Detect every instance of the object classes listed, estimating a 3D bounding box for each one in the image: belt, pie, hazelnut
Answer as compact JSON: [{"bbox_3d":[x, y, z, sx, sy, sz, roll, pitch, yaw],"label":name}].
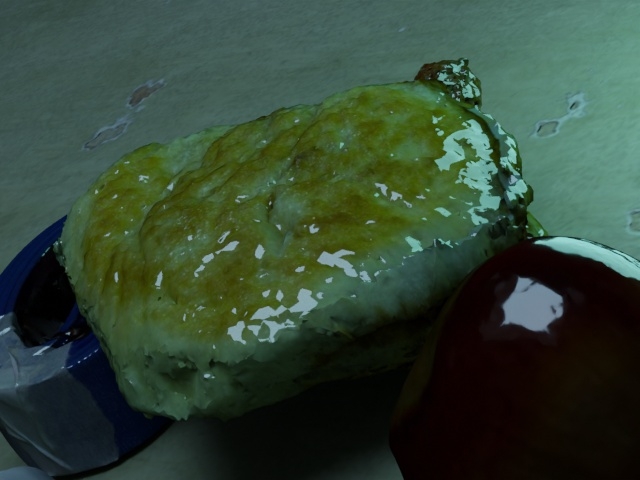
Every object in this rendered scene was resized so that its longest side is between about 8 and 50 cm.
[{"bbox_3d":[-0.225,0.081,1.620,0.212,0.117,0.347,-22,27,10],"label":"belt"},{"bbox_3d":[-0.020,0.013,1.410,0.418,0.180,0.395,-17,30,-1],"label":"pie"},{"bbox_3d":[0.163,0.108,1.087,0.229,0.229,0.229,-23,27,13],"label":"hazelnut"}]

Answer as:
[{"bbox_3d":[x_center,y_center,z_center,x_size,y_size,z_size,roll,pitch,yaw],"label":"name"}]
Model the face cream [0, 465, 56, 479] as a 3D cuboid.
[{"bbox_3d":[-0.245,0.240,1.389,0.091,0.091,0.095,-42,37,-24],"label":"face cream"}]
